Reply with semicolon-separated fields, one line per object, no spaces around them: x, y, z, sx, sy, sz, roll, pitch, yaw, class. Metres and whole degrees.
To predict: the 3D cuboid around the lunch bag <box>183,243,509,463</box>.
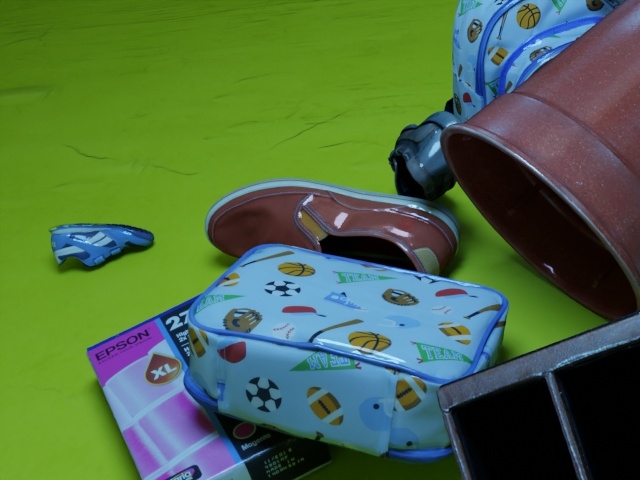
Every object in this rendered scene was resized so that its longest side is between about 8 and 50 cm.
0.035;0.100;1.016;0.303;0.115;0.243;13;24;17;lunch bag

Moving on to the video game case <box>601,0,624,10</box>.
0.410;-0.224;1.107;0.023;0.212;0.193;-52;10;-1;video game case

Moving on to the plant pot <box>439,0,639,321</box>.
0.309;-0.103;1.038;0.265;0.272;0.272;-44;38;-6;plant pot

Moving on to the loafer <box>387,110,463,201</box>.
0.115;-0.087;1.242;0.084;0.096;0.267;-43;-2;-9;loafer

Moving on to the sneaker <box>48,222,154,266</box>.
-0.302;0.006;1.425;0.144;0.059;0.053;0;2;-2;sneaker

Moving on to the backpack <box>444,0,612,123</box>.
0.288;-0.226;1.298;0.276;0.263;0.213;-22;34;-9;backpack

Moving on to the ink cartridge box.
-0.143;0.156;1.124;0.175;0.069;0.371;-26;32;-13;ink cartridge box

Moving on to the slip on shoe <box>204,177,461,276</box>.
0.000;0.000;1.241;0.331;0.123;0.101;7;44;24;slip on shoe

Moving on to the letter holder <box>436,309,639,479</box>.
0.233;0.193;0.699;0.152;0.302;0.214;-25;64;24;letter holder
